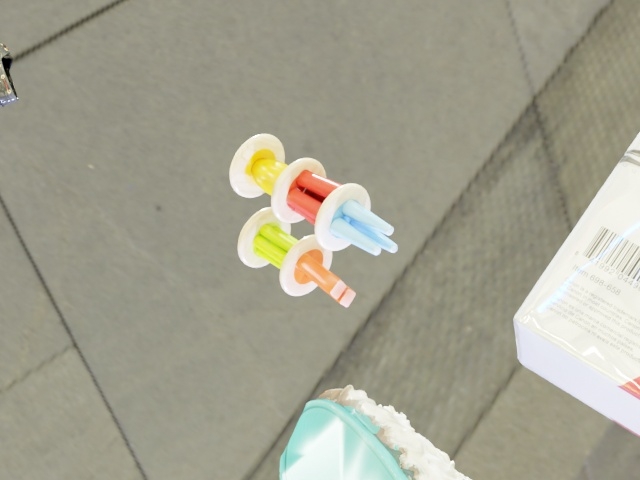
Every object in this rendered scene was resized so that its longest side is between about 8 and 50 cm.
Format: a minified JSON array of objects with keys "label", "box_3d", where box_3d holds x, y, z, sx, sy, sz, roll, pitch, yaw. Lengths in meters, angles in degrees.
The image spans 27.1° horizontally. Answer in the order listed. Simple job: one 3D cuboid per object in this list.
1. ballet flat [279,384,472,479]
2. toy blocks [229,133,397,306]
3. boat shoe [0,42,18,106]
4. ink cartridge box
[{"label":"ballet flat","box_3d":[0.107,0.272,0.830,0.147,0.409,0.147,-20,144,-15]},{"label":"toy blocks","box_3d":[0.000,0.000,0.995,0.054,0.148,0.123,-30,134,-30]},{"label":"boat shoe","box_3d":[-0.431,-0.241,1.779,0.042,0.049,0.133,-13,74,2]},{"label":"ink cartridge box","box_3d":[0.305,0.019,1.024,0.273,0.197,0.114,-54,160,-12]}]
